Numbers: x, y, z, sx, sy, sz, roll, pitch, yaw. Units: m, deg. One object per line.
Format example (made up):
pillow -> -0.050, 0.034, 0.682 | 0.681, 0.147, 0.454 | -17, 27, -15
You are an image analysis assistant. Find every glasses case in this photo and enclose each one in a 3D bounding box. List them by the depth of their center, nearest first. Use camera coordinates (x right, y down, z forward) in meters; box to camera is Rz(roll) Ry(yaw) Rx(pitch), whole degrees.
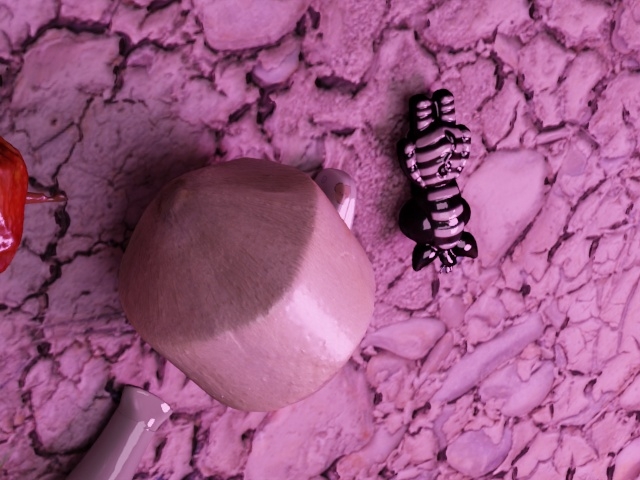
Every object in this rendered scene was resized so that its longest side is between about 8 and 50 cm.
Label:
glasses case -> 0.000, 0.000, 1.819 | 0.041, 0.063, 0.164 | 2, 112, -37

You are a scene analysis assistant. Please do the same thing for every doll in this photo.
doll -> 0.130, -0.064, 1.872 | 0.091, 0.067, 0.219 | -16, 115, -22

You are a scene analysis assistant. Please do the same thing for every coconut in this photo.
coconut -> -0.079, 0.034, 1.675 | 0.237, 0.237, 0.266 | -49, 131, -3

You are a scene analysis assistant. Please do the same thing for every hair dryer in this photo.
hair dryer -> -0.173, 0.297, 1.824 | 0.237, 0.075, 0.206 | 35, 86, -24

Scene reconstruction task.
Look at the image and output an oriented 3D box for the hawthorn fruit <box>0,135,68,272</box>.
hawthorn fruit -> -0.344, -0.036, 1.505 | 0.243, 0.207, 0.207 | -1, 113, -37
